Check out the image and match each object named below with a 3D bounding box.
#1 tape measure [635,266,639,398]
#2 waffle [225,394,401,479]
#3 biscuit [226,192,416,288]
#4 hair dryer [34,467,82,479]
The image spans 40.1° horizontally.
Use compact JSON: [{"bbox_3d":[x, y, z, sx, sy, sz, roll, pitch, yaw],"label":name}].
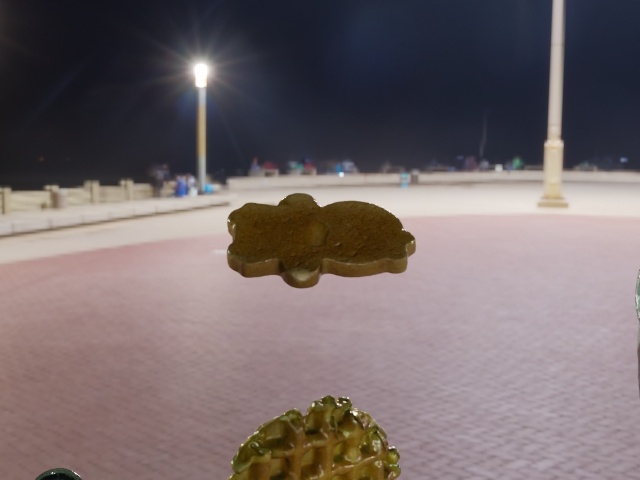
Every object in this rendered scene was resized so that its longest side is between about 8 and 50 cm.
[{"bbox_3d":[0.302,0.079,0.514,0.256,0.275,0.147,-18,1,-42],"label":"tape measure"},{"bbox_3d":[-0.022,0.354,1.158,0.068,0.302,0.325,26,-18,48],"label":"waffle"},{"bbox_3d":[0.000,0.000,1.052,0.225,0.036,0.166,-3,38,-4],"label":"biscuit"},{"bbox_3d":[-0.309,0.454,1.263,0.248,0.196,0.078,24,40,10],"label":"hair dryer"}]
